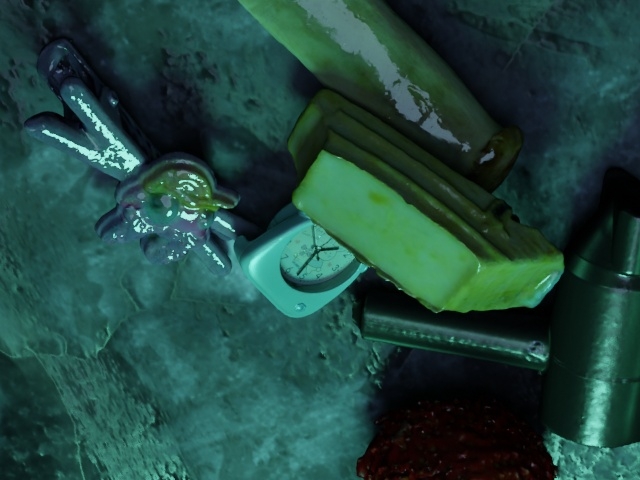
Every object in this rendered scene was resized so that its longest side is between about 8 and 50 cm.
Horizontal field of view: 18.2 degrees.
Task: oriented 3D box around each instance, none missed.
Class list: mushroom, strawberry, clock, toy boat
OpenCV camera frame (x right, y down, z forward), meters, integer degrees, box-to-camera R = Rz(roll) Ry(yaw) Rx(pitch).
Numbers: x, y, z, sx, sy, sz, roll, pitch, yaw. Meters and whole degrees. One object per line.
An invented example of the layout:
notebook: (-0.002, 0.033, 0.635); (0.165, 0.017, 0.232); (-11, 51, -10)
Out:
mushroom: (0.056, -0.156, 1.803); (0.312, 0.081, 0.100); (43, 107, -11)
strawberry: (0.138, 0.231, 1.910); (0.184, 0.201, 0.187); (-37, 93, -8)
clock: (0.000, 0.001, 1.877); (0.147, 0.045, 0.108); (-37, 132, 7)
toy boat: (0.084, -0.020, 1.786); (0.276, 0.084, 0.111); (35, 140, 2)

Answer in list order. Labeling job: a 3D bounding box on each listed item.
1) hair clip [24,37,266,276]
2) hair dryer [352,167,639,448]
hair clip: (-0.173, -0.060, 1.851); (0.137, 0.090, 0.278); (-37, 107, 22)
hair dryer: (0.181, 0.049, 1.881); (0.302, 0.116, 0.244); (8, 112, 8)
